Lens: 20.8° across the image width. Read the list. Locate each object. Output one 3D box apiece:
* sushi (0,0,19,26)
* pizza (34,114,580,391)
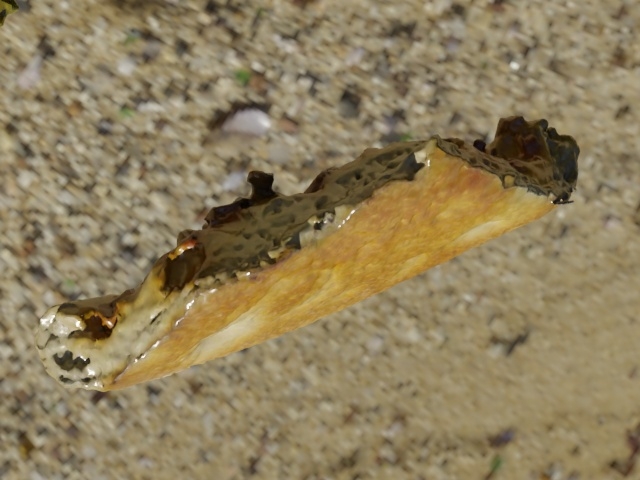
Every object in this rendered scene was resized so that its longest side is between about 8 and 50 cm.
[{"bbox_3d":[-0.130,-0.302,0.700,0.240,0.351,0.396,-8,139,3],"label":"sushi"},{"bbox_3d":[0.000,0.000,1.060,0.365,0.074,0.182,-23,161,-7],"label":"pizza"}]
